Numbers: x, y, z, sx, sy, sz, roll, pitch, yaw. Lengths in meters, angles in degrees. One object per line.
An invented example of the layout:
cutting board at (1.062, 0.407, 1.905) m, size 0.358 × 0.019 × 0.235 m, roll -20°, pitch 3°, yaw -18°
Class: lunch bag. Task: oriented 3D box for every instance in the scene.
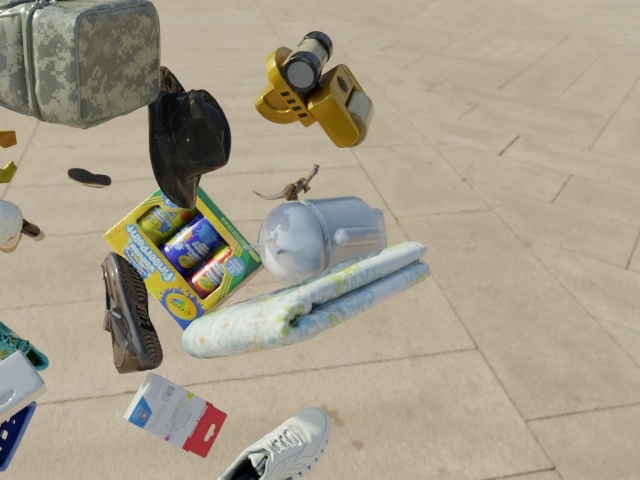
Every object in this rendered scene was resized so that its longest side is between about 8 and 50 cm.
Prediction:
lunch bag at (-0.471, -0.344, 1.118) m, size 0.255 × 0.213 × 0.305 m, roll 11°, pitch 28°, yaw 12°

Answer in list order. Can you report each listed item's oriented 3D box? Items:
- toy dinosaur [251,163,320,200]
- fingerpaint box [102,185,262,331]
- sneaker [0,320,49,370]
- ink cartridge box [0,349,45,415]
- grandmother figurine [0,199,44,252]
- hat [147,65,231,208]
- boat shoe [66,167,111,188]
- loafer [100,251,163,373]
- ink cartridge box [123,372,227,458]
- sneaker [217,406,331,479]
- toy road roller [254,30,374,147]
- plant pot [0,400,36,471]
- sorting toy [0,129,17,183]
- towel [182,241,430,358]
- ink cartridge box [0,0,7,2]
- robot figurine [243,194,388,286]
toy dinosaur at (-0.082, -0.122, 1.578) m, size 0.211 × 0.064 × 0.112 m, roll -25°, pitch 37°, yaw 20°
fingerpaint box at (-0.471, 0.035, 2.172) m, size 0.371 × 0.163 × 0.445 m, roll -41°, pitch 85°, yaw -4°
sneaker at (-0.827, 0.271, 1.624) m, size 0.109 × 0.275 × 0.107 m, roll 0°, pitch 56°, yaw 21°
ink cartridge box at (-0.637, 0.307, 1.221) m, size 0.153 × 0.208 × 0.087 m, roll -36°, pitch 90°, yaw -29°
grandmother figurine at (-0.725, -0.029, 1.360) m, size 0.207 × 0.104 × 0.342 m, roll -10°, pitch -2°, yaw -33°
hat at (-0.280, -0.242, 1.409) m, size 0.133 × 0.332 × 0.331 m, roll -7°, pitch 31°, yaw 9°
boat shoe at (-0.704, -0.182, 1.851) m, size 0.135 × 0.045 × 0.050 m, roll 15°, pitch 60°, yaw -40°
loafer at (-0.534, 0.191, 1.625) m, size 0.130 × 0.134 × 0.366 m, roll -28°, pitch 59°, yaw 5°
ink cartridge box at (-0.378, 0.459, 1.607) m, size 0.231 × 0.078 × 0.134 m, roll 35°, pitch 67°, yaw -18°
sneaker at (-0.090, 0.432, 1.219) m, size 0.292 × 0.118 × 0.110 m, roll -36°, pitch 57°, yaw -28°
toy road roller at (-0.028, -0.392, 1.710) m, size 0.240 × 0.329 × 0.203 m, roll -26°, pitch 27°, yaw 32°
plant pot at (-1.039, 0.535, 1.830) m, size 0.212 × 0.236 × 0.236 m, roll 20°, pitch -7°, yaw 36°
sorting toy at (-0.761, -0.132, 1.207) m, size 0.307 × 0.229 × 0.041 m, roll -12°, pitch 22°, yaw -36°
towel at (-0.022, 0.107, 1.098) m, size 0.374 × 0.090 × 0.320 m, roll -20°, pitch -2°, yaw -41°
ink cartridge box at (-0.850, -0.516, 1.324) m, size 0.395 × 0.270 × 0.151 m, roll -13°, pitch 53°, yaw -40°
robot figurine at (0.000, 0.000, 1.436) m, size 0.353 × 0.200 × 0.299 m, roll -9°, pitch -2°, yaw -40°
